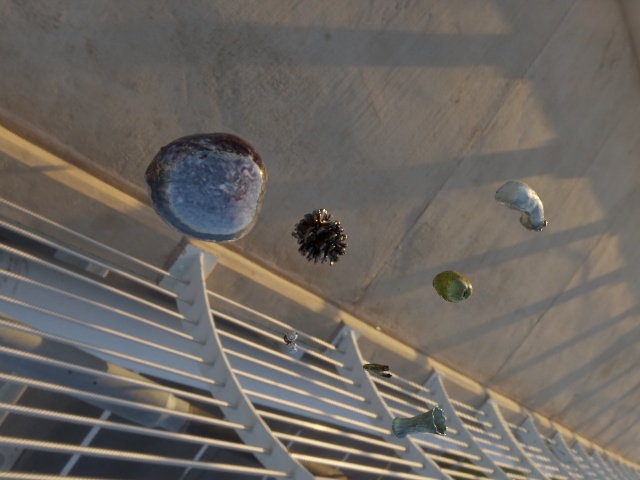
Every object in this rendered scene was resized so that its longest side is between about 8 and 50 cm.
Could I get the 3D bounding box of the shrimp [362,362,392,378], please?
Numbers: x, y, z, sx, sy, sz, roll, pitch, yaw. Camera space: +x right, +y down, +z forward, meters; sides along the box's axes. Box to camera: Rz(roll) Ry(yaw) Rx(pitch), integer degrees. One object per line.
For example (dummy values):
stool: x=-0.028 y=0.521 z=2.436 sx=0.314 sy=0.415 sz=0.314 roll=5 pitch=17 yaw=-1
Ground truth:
shrimp: x=0.167 y=0.353 z=1.335 sx=0.083 sy=0.114 sz=0.023 roll=30 pitch=63 yaw=-21

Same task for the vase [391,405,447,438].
vase: x=0.281 y=0.535 z=1.434 sx=0.148 sy=0.081 sz=0.081 roll=-24 pitch=144 yaw=31

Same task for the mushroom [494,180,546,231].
mushroom: x=0.584 y=-0.097 z=1.407 sx=0.092 sy=0.081 sz=0.223 roll=-43 pitch=134 yaw=23

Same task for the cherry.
cherry: x=-0.245 y=-0.118 z=1.120 sx=0.296 sy=0.218 sz=0.255 roll=0 pitch=128 yaw=-41

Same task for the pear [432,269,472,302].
pear: x=0.430 y=0.149 z=1.612 sx=0.107 sy=0.131 sz=0.107 roll=-12 pitch=110 yaw=-35

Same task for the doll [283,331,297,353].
doll: x=-0.106 y=0.365 z=1.759 sx=0.058 sy=0.085 sz=0.040 roll=-24 pitch=138 yaw=30

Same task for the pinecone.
pinecone: x=0.000 y=-0.002 z=1.687 sx=0.179 sy=0.195 sz=0.150 roll=-48 pitch=177 yaw=29
